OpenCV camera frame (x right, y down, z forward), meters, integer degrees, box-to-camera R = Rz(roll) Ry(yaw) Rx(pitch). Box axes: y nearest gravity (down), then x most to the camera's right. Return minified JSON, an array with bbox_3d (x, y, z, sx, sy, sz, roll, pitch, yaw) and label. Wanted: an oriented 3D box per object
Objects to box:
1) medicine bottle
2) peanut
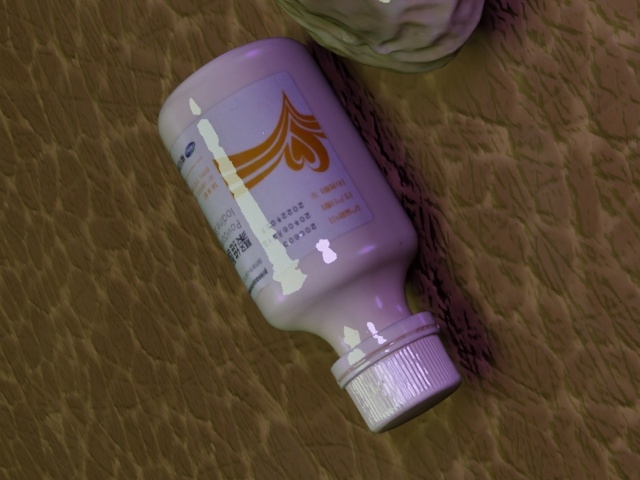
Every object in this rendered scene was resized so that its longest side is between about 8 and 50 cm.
[{"bbox_3d":[0.000,0.000,1.267,0.252,0.114,0.114,59,151,11],"label":"medicine bottle"},{"bbox_3d":[0.013,-0.205,1.098,0.196,0.110,0.233,40,142,48],"label":"peanut"}]
